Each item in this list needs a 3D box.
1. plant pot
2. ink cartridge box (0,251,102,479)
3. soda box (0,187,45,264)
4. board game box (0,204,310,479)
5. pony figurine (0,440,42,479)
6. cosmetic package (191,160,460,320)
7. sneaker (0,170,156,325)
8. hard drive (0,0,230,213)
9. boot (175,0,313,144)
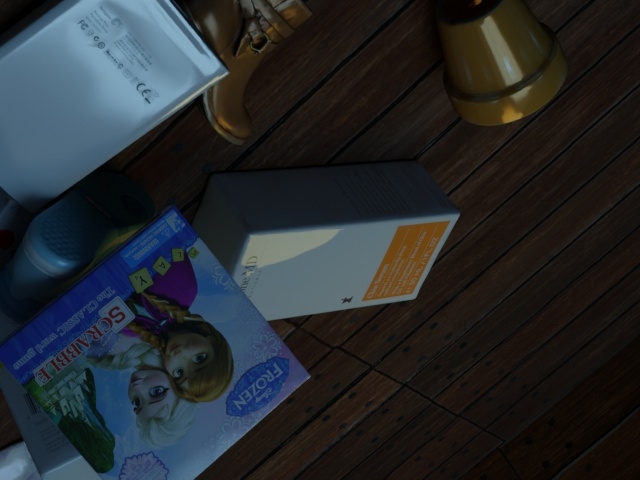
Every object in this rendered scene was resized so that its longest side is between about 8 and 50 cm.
[{"bbox_3d":[0.280,-0.326,1.948,0.205,0.205,0.188,-34,130,-1],"label":"plant pot"},{"bbox_3d":[-0.357,0.182,1.844,0.279,0.385,0.160,-26,147,-13],"label":"ink cartridge box"},{"bbox_3d":[-0.510,0.000,1.771,0.216,0.074,0.069,-46,144,15],"label":"soda box"},{"bbox_3d":[-0.232,0.171,1.658,0.318,0.318,0.066,-41,-170,-13],"label":"board game box"},{"bbox_3d":[-0.626,0.579,2.229,0.350,0.303,0.363,-17,157,-10],"label":"pony figurine"},{"bbox_3d":[0.000,0.000,2.115,0.453,0.161,0.230,-6,136,-34],"label":"cosmetic package"},{"bbox_3d":[-0.385,0.020,1.789,0.208,0.127,0.319,-48,177,27],"label":"sneaker"},{"bbox_3d":[-0.332,-0.212,1.618,0.353,0.047,0.233,-34,130,8],"label":"hard drive"},{"bbox_3d":[-0.108,-0.283,1.751,0.220,0.109,0.283,-34,134,2],"label":"boot"}]
